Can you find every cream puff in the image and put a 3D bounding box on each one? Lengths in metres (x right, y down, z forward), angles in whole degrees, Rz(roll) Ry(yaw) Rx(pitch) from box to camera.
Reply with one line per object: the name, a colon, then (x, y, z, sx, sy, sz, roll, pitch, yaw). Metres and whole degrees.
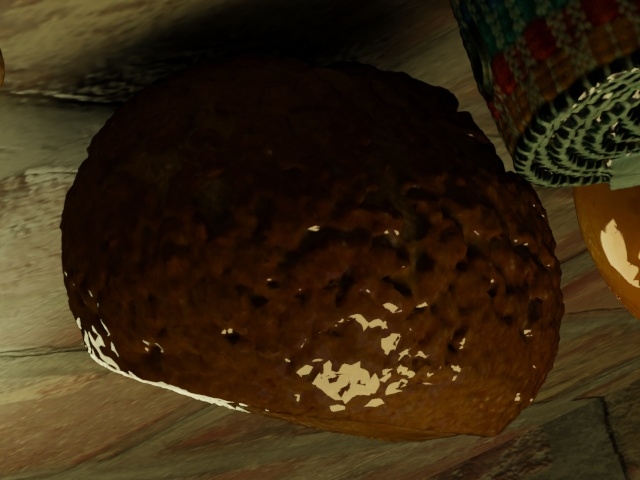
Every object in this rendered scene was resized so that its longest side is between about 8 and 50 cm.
cream puff: (0.000, 0.000, 1.094, 0.303, 0.212, 0.303, 14, -179, 0)

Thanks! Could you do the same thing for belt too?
belt: (0.190, -0.117, 1.046, 0.257, 0.150, 0.207, -2, 158, -47)

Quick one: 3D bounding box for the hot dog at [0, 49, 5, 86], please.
hot dog: (-0.262, -0.052, 0.865, 0.250, 0.068, 0.100, -20, 166, 4)

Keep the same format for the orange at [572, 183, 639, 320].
orange: (0.288, -0.042, 1.273, 0.246, 0.246, 0.246, -18, 165, -5)
